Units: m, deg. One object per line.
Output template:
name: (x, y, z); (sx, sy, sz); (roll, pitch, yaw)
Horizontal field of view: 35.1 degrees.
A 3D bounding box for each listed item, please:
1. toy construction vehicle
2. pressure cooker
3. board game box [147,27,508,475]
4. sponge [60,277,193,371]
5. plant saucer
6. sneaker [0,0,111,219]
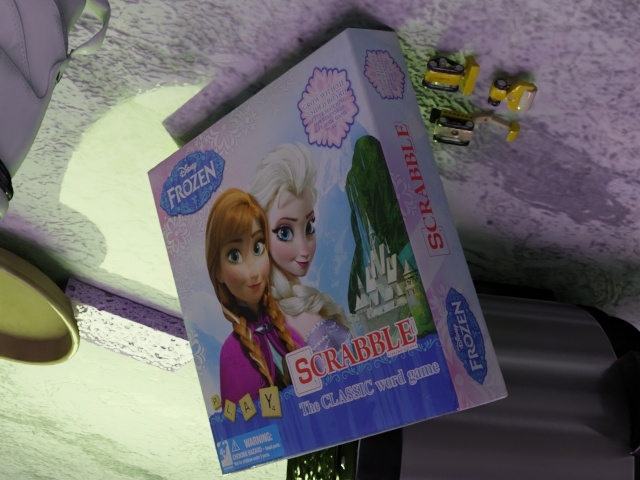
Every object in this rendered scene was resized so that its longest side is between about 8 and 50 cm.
toy construction vehicle: (0.134, -0.125, 0.887); (0.098, 0.035, 0.086); (7, 138, -1)
pressure cooker: (0.190, 0.242, 1.115); (0.420, 0.376, 0.370); (7, -168, -11)
board game box: (-0.015, 0.026, 0.908); (0.065, 0.318, 0.318); (-5, 164, -43)
sponge: (-0.270, 0.121, 1.395); (0.210, 0.031, 0.117); (23, 145, -21)
plant saucer: (-0.440, 0.074, 1.325); (0.277, 0.041, 0.278); (13, 145, 9)
sneaker: (-0.323, -0.181, 0.670); (0.365, 0.210, 0.137); (36, 161, -15)
